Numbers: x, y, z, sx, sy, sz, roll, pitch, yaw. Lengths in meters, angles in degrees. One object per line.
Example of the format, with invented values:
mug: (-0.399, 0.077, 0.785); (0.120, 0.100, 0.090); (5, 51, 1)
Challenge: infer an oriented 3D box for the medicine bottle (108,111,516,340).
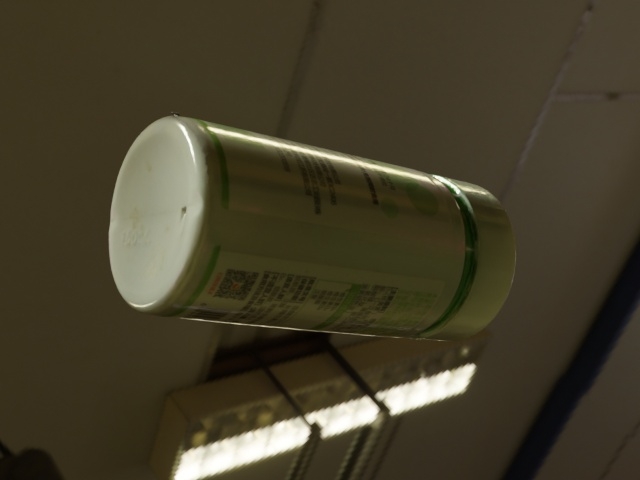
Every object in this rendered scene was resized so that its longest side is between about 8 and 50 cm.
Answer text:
medicine bottle: (0.000, 0.000, 0.472); (0.183, 0.086, 0.086); (10, -61, -38)
